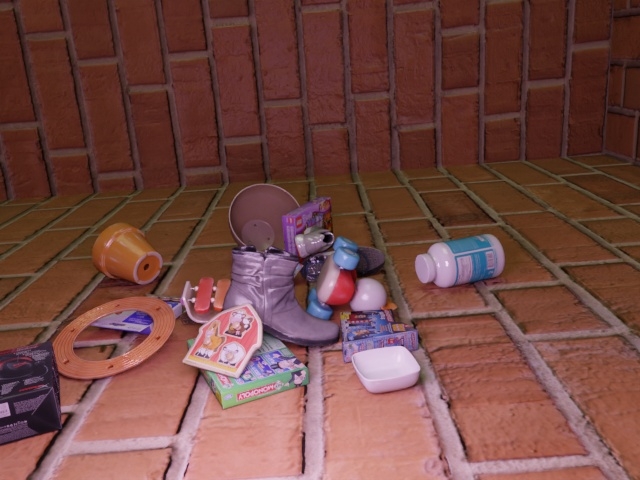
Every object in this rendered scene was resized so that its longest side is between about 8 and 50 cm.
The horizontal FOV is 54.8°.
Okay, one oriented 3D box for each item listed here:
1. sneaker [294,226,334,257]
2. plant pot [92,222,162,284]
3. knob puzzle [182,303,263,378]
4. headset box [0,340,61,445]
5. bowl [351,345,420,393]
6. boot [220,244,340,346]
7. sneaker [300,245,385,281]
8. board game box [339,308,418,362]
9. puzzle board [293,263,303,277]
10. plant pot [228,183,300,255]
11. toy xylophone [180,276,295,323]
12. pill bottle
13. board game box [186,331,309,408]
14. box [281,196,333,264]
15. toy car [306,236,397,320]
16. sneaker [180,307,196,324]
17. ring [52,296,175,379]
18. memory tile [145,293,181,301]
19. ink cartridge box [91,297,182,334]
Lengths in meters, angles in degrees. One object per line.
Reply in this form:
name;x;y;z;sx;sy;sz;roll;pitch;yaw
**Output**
sneaker;0.000;0.000;2.163;0.121;0.099;0.262;-13;8;15
plant pot;-0.676;0.063;2.216;0.188;0.205;0.205;25;30;30
knob puzzle;-0.223;0.227;1.490;0.213;0.030;0.213;-14;44;14
headset box;-0.719;0.344;1.418;0.218;0.110;0.293;-11;18;-22
bowl;0.150;0.304;1.430;0.142;0.053;0.142;-7;17;-10
boot;-0.084;0.142;1.609;0.338;0.223;0.118;13;7;-16
sneaker;0.075;0.066;2.141;0.297;0.111;0.129;-4;12;-1
board game box;0.151;0.244;1.613;0.194;0.060;0.194;-3;17;1
puzzle board;-0.121;0.106;2.109;0.096;0.011;0.128;-54;35;-11
plant pot;-0.226;-0.053;2.398;0.284;0.284;0.191;-11;-17;-20
toy xylophone;-0.234;0.157;1.759;0.322;0.081;0.236;-4;22;-12
pill bottle;0.439;0.068;1.966;0.264;0.146;0.146;-9;18;-17
board game box;-0.190;0.299;1.542;0.213;0.046;0.317;-12;19;-23
box;-0.042;-0.033;2.323;0.057;0.201;0.293;4;20;27
toy car;0.110;0.146;1.802;0.238;0.219;0.210;25;15;-5
sneaker;-0.321;0.201;1.857;0.192;0.064;0.086;-8;22;0
ring;-0.558;0.263;1.677;0.336;0.032;0.337;-7;31;4
memory tile;-0.498;0.182;1.960;0.113;0.012;0.148;6;-3;-18
ink cartridge box;-0.555;0.234;1.844;0.206;0.045;0.208;4;18;23
